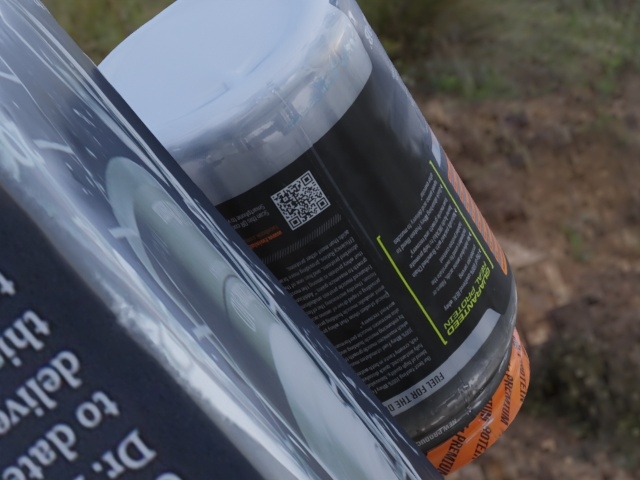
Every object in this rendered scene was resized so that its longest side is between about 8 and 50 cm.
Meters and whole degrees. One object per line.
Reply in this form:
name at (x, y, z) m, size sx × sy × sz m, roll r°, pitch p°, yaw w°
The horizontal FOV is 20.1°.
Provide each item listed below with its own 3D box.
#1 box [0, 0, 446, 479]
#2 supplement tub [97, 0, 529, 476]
box at (-0.161, 0.085, 0.701) m, size 0.297 × 0.472 × 0.480 m, roll -39°, pitch 2°, yaw 2°
supplement tub at (0.000, 0.000, 1.219) m, size 0.207 × 0.338 × 0.207 m, roll -23°, pitch 32°, yaw 16°
